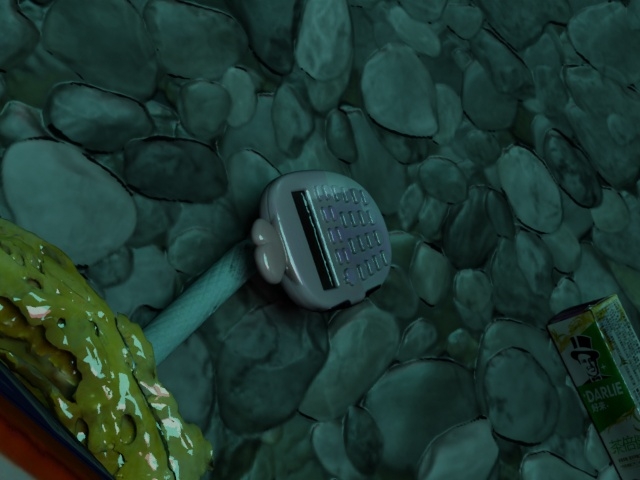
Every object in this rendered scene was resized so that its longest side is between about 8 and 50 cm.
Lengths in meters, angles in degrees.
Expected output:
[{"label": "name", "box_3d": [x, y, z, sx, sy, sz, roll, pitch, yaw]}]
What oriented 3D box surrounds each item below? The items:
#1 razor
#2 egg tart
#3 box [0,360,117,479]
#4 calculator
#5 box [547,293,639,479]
[{"label": "razor", "box_3d": [-0.089, 0.052, 0.918, 0.068, 0.106, 0.232, 54, 45, -8]}, {"label": "egg tart", "box_3d": [-0.193, 0.134, 0.767, 0.297, 0.132, 0.297, 0, 84, 4]}, {"label": "box", "box_3d": [-0.266, 0.119, 0.490, 0.318, 0.348, 0.257, -45, 65, -9]}, {"label": "calculator", "box_3d": [0.000, 0.000, 0.996, 0.166, 0.024, 0.103, -11, 82, -55]}, {"label": "box", "box_3d": [0.254, 0.144, 1.131, 0.041, 0.050, 0.207, -27, 91, -39]}]
